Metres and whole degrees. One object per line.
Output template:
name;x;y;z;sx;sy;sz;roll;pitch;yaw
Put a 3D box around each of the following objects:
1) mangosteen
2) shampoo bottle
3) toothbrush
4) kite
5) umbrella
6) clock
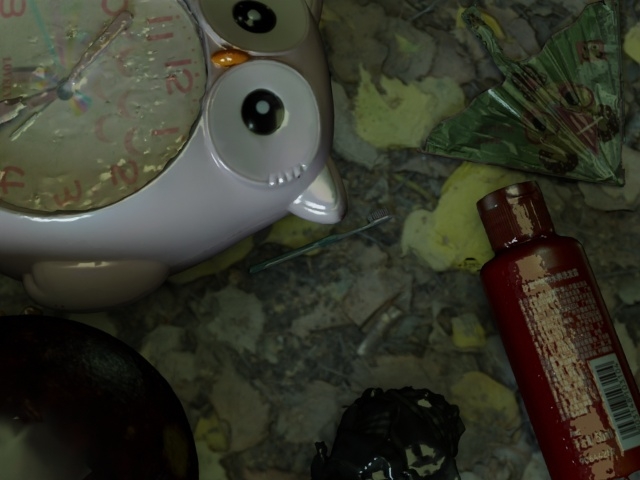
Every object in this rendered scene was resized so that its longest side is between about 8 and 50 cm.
mangosteen;-0.261;0.188;0.894;0.306;0.306;0.359;-11;35;-10
shampoo bottle;0.243;0.095;1.073;0.118;0.076;0.314;-17;78;-6
toothbrush;0.000;0.000;1.102;0.167;0.011;0.014;-22;74;-12
kite;0.251;-0.161;1.175;0.323;0.013;0.268;-40;85;-17
umbrella;0.038;0.254;0.907;0.154;0.336;0.128;-19;110;26
clock;-0.174;-0.115;0.989;0.377;0.250;0.368;-5;75;-2
